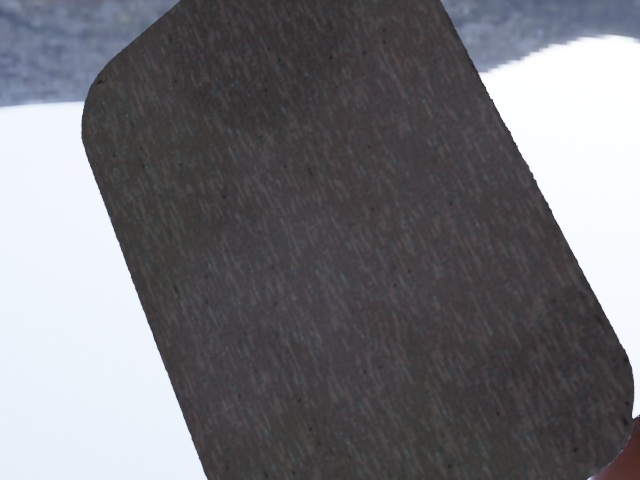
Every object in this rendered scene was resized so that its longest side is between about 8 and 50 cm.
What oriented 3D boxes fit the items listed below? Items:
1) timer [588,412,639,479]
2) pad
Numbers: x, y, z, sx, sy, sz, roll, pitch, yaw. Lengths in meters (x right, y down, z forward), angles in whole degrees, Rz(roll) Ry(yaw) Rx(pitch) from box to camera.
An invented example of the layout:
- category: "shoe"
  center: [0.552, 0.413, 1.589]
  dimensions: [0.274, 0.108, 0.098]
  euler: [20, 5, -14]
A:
- category: "timer"
  center: [0.333, 0.235, 1.312]
  dimensions: [0.215, 0.229, 0.229]
  euler: [-27, -140, -5]
- category: "pad"
  center: [0.000, 0.000, 0.608]
  dimensions: [0.002, 0.176, 0.266]
  euler: [16, -137, -53]
